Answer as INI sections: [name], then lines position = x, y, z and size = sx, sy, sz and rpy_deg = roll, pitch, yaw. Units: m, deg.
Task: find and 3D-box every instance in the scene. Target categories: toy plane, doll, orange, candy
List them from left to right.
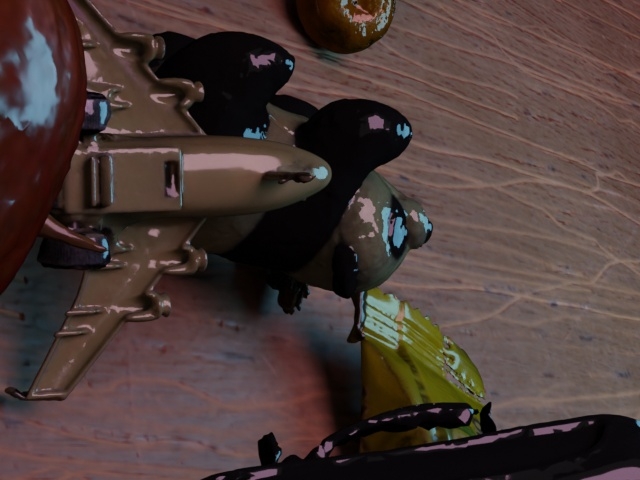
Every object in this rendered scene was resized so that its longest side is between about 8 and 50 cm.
[toy plane]
position = -0.111, -0.034, 0.856
size = 0.256, 0.104, 0.242
rpy_deg = -2, 92, -15
[doll]
position = -0.036, -0.047, 1.005
size = 0.234, 0.143, 0.135
rpy_deg = 23, 86, -26
[orange]
position = 0.017, -0.194, 1.283
size = 0.086, 0.062, 0.086
rpy_deg = -4, 99, -27
[candy]
position = 0.082, 0.183, 1.068
size = 0.187, 0.081, 0.297
rpy_deg = 37, 43, -47

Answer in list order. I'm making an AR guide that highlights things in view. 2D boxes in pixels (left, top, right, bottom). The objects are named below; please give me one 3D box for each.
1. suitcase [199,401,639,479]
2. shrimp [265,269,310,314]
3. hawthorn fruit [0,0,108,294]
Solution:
[suitcase]
position = 0.069, 0.256, 0.832
size = 0.345, 0.188, 0.339
rpy_deg = -4, 63, -30
[shrimp]
position = -0.001, 0.001, 1.141
size = 0.124, 0.034, 0.178
rpy_deg = 43, 33, -41
[hawthorn fruit]
position = -0.231, -0.062, 0.659
size = 0.262, 0.258, 0.258
rpy_deg = 35, 31, -81
